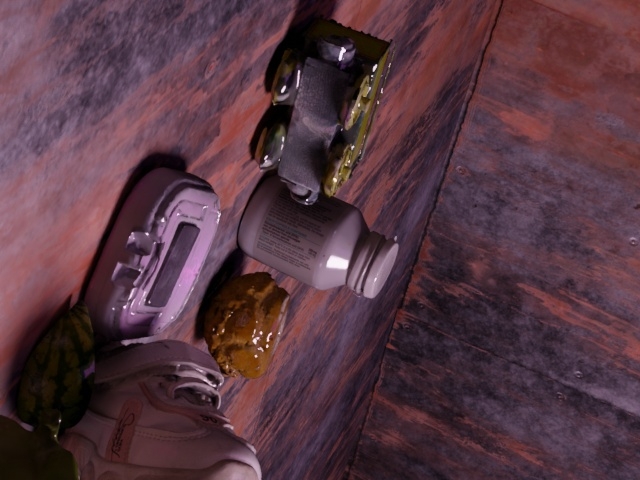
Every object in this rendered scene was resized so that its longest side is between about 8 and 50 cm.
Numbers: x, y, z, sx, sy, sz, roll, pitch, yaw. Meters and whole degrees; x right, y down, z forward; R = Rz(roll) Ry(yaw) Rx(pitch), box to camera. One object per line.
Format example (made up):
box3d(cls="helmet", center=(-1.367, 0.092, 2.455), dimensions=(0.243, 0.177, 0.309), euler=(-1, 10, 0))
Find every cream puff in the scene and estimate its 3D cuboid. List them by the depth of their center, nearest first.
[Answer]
box3d(cls="cream puff", center=(-0.113, 0.123, 1.958), dimensions=(0.150, 0.115, 0.165), euler=(72, 35, -81))

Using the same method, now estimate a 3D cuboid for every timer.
box3d(cls="timer", center=(-0.193, 0.020, 1.555), dimensions=(0.208, 0.069, 0.191), euler=(-65, 165, 6))

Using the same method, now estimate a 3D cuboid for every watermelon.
box3d(cls="watermelon", center=(-0.280, 0.159, 1.460), dimensions=(0.087, 0.069, 0.163), euler=(-43, 157, -56))

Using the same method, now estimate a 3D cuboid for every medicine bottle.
box3d(cls="medicine bottle", center=(0.000, 0.000, 1.949), dimensions=(0.135, 0.215, 0.135), euler=(-59, 166, -25))

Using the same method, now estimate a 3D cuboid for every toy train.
box3d(cls="toy train", center=(0.003, -0.181, 1.830), dimensions=(0.177, 0.134, 0.261), euler=(-62, 171, -52))

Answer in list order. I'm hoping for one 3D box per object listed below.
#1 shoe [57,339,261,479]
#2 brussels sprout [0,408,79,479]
box3d(cls="shoe", center=(-0.189, 0.209, 1.516), dimensions=(0.172, 0.351, 0.198), euler=(25, 73, -37))
box3d(cls="brussels sprout", center=(-0.333, 0.317, 1.001), dimensions=(0.361, 0.342, 0.425), euler=(-27, 145, -24))
